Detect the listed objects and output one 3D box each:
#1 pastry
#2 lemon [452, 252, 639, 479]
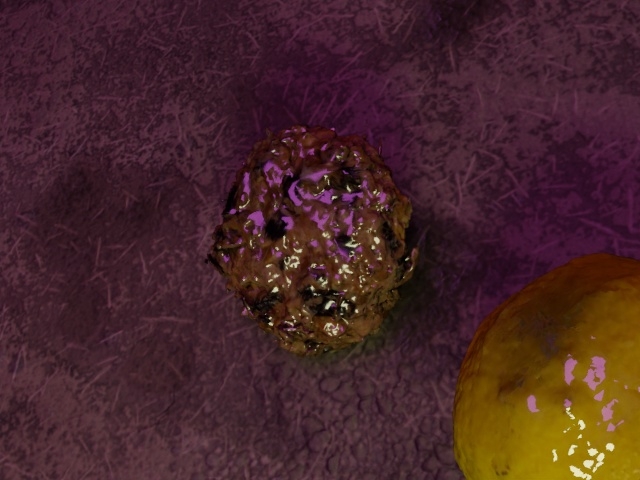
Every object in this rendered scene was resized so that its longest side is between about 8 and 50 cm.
[{"bbox_3d":[0.000,0.000,1.328,0.274,0.193,0.275,-1,88,21],"label":"pastry"},{"bbox_3d":[0.257,0.159,1.053,0.322,0.268,0.268,-41,53,-17],"label":"lemon"}]
